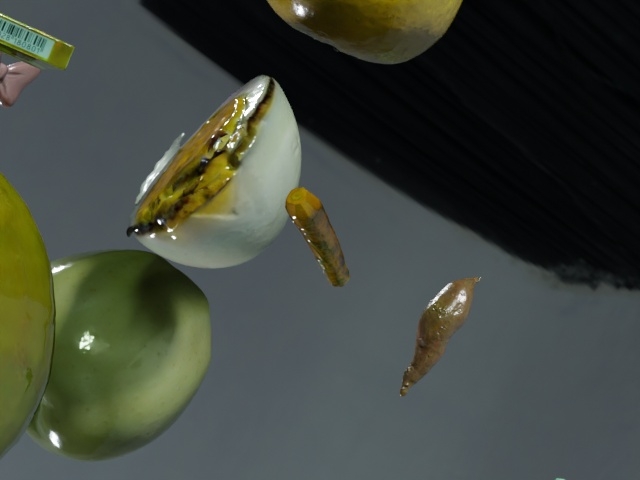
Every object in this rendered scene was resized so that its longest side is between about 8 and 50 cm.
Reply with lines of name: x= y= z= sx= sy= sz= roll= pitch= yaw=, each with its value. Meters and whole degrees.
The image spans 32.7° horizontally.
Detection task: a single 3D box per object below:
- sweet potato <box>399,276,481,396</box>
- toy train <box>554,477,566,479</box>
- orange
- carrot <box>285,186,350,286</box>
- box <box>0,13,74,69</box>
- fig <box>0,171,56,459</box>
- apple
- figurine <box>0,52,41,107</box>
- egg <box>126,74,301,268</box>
sweet potato: x=0.177 y=0.140 z=1.691 sx=0.226 sy=0.068 sz=0.068 roll=-57 pitch=16 yaw=-6
toy train: x=0.283 y=0.382 z=1.336 sx=0.074 sy=0.118 sz=0.176 roll=5 pitch=42 yaw=24
orange: x=0.053 y=-0.356 z=1.385 sx=0.279 sy=0.279 sz=0.235 roll=-120 pitch=52 yaw=-72
carrot: x=0.000 y=0.000 z=1.316 sx=0.042 sy=0.170 sz=0.042 roll=-12 pitch=48 yaw=13
box: x=-0.335 y=-0.217 z=1.156 sx=0.030 sy=0.121 sz=0.193 roll=-67 pitch=23 yaw=1
fig: x=-0.369 y=0.064 z=0.861 sx=0.343 sy=0.343 sz=0.343 roll=-49 pitch=17 yaw=21
apple: x=-0.355 y=0.181 z=1.776 sx=0.357 sy=0.357 sz=0.357 roll=-49 pitch=17 yaw=21
figurine: x=-0.632 y=-0.150 z=1.747 sx=0.420 sy=0.193 sz=0.154 roll=-59 pitch=-20 yaw=-1
egg: x=-0.106 y=-0.071 z=1.408 sx=0.286 sy=0.174 sz=0.264 roll=-33 pitch=24 yaw=49
